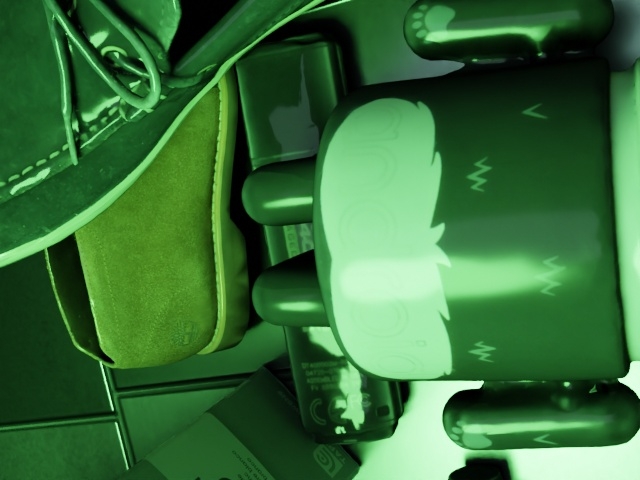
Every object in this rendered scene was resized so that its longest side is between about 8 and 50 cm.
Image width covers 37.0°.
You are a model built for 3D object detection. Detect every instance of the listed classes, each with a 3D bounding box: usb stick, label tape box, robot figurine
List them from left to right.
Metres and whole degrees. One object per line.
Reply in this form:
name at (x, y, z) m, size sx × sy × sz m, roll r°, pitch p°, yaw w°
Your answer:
label tape box at (-0.146, 0.242, 0.588) m, size 0.115 × 0.347 × 0.249 m, roll 47°, pitch 115°, yaw 9°
usb stick at (0.000, 0.000, 0.642) m, size 0.077 × 0.045 × 0.278 m, roll -8°, pitch 97°, yaw 17°
robot figurine at (0.102, -0.008, 0.523) m, size 0.278 × 0.174 × 0.209 m, roll -4°, pitch 135°, yaw 20°

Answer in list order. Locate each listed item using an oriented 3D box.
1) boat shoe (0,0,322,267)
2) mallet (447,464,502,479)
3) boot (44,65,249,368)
boat shoe at (-0.112, -0.146, 0.526) m, size 0.500 × 0.156 × 0.187 m, roll -33°, pitch 80°, yaw 9°
mallet at (0.175, 0.185, 0.610) m, size 0.189 × 0.039 × 0.062 m, roll 2°, pitch 100°, yaw 20°
boot at (-0.126, -0.063, 0.636) m, size 0.112 × 0.115 × 0.305 m, roll 0°, pitch 100°, yaw 51°
